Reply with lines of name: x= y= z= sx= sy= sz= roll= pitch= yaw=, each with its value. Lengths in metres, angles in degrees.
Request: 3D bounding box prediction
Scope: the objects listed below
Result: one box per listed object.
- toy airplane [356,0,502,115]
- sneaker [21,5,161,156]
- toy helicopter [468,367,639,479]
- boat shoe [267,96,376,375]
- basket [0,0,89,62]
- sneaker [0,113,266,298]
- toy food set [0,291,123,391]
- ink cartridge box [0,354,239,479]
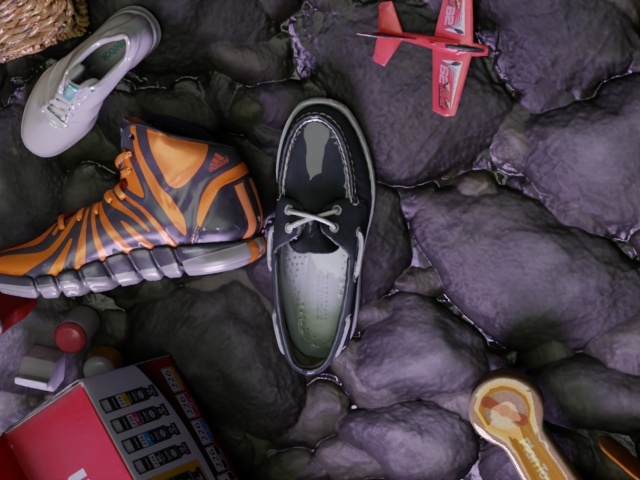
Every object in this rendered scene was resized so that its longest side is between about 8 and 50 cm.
toy airplane: x=0.113 y=-0.204 z=1.687 sx=0.151 sy=0.028 sz=0.151 roll=4 pitch=110 yaw=11
sneaker: x=-0.262 y=-0.165 z=1.749 sx=0.080 sy=0.094 sz=0.212 roll=41 pitch=114 yaw=-7
toy helicopter: x=0.288 y=0.287 z=1.786 sx=0.235 sy=0.140 sz=0.355 roll=-29 pitch=100 yaw=19
boat shoe: x=0.000 y=0.000 z=1.757 sx=0.114 sy=0.091 sz=0.302 roll=0 pitch=111 yaw=12
basket: x=-0.431 y=-0.304 z=1.734 sx=0.299 sy=0.223 sz=0.213 roll=-17 pitch=73 yaw=18
sneaker: x=-0.225 y=-0.044 z=1.788 sx=0.321 sy=0.124 sz=0.180 roll=-10 pitch=102 yaw=9
toy food set: x=-0.352 y=0.125 z=1.876 sx=0.232 sy=0.104 sz=0.111 roll=11 pitch=113 yaw=8
ink cartridge box: x=-0.198 y=0.303 z=1.775 sx=0.130 sy=0.272 sz=0.309 roll=-34 pitch=81 yaw=22
